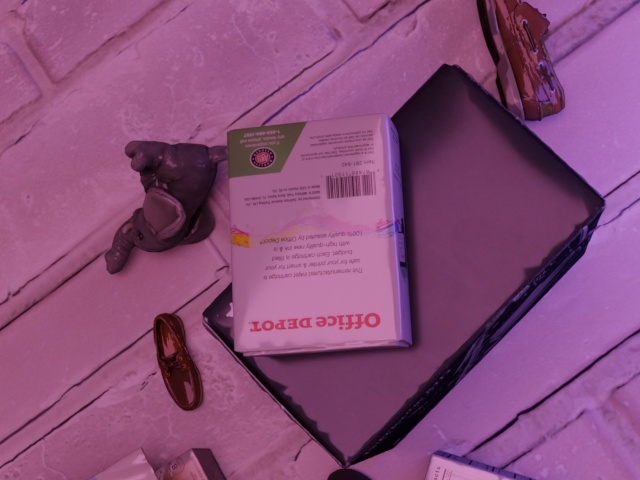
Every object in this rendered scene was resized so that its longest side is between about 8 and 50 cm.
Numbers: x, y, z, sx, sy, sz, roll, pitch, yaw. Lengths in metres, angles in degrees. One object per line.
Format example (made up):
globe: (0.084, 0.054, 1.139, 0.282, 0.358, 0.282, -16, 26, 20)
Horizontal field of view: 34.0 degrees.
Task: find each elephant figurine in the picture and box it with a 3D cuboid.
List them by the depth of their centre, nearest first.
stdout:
elephant figurine: (-0.267, -0.051, 1.834, 0.169, 0.186, 0.239, 3, 92, -31)

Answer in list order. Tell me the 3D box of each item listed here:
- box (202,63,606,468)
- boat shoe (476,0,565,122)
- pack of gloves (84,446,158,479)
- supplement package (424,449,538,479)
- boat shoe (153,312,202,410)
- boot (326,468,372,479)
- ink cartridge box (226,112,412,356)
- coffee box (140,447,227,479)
box: (0.140, 0.058, 1.550, 0.480, 0.472, 0.297, -46, 75, 2)
boat shoe: (0.335, -0.350, 1.771, 0.104, 0.111, 0.307, -13, 88, 5)
pack of gloves: (-0.354, 0.477, 1.697, 0.232, 0.046, 0.195, -30, 73, 4)
supplement package: (0.277, 0.429, 1.634, 0.244, 0.134, 0.139, 16, 85, 13)
boat shoe: (-0.256, 0.211, 1.817, 0.064, 0.060, 0.178, -20, 78, 8)
boot: (0.093, 0.509, 1.678, 0.112, 0.115, 0.305, -16, 54, -32)
ink cartridge box: (0.000, 0.000, 1.283, 0.201, 0.117, 0.278, -5, 80, 12)
coffee box: (-0.270, 0.472, 1.758, 0.246, 0.098, 0.141, -33, 74, 5)
